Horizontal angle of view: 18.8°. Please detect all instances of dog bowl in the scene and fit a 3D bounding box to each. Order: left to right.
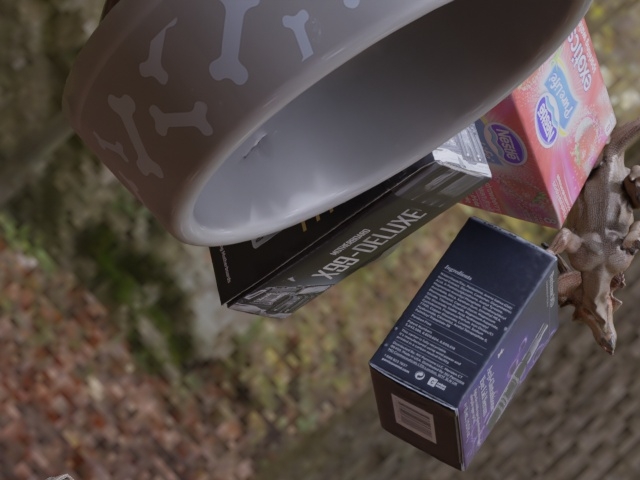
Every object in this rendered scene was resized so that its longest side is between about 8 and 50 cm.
[{"bbox_3d":[0.018,-0.119,1.181,0.102,0.349,0.349,58,-3,13],"label":"dog bowl"}]

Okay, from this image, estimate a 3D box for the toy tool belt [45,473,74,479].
[{"bbox_3d":[-0.246,0.256,1.845,0.051,0.052,0.083,7,18,3],"label":"toy tool belt"}]

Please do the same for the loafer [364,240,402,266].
[{"bbox_3d":[0.000,0.000,2.212,0.112,0.111,0.319,59,-28,2],"label":"loafer"}]

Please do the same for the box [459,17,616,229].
[{"bbox_3d":[0.182,-0.163,1.954,0.142,0.154,0.300,16,-27,30],"label":"box"}]

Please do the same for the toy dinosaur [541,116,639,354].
[{"bbox_3d":[0.319,-0.028,2.217,0.127,0.296,0.200,17,-2,8],"label":"toy dinosaur"}]

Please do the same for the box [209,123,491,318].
[{"bbox_3d":[-0.007,-0.125,1.594,0.076,0.242,0.307,15,51,-44],"label":"box"}]

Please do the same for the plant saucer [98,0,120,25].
[{"bbox_3d":[-0.084,-0.200,1.510,0.050,0.310,0.310,29,6,-33],"label":"plant saucer"}]

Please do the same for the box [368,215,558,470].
[{"bbox_3d":[0.152,0.107,2.001,0.108,0.207,0.153,27,-23,22],"label":"box"}]
